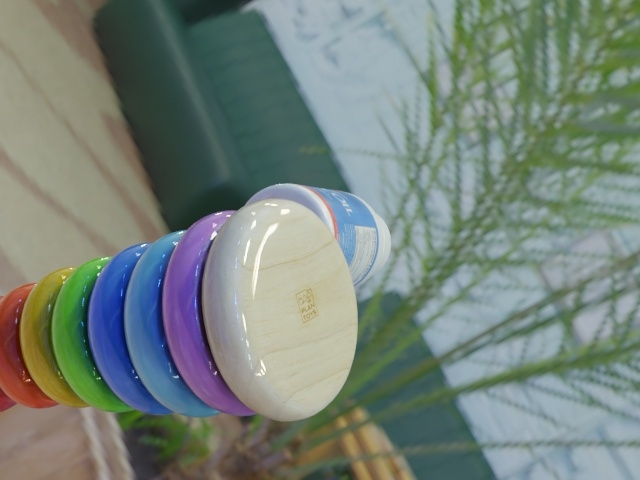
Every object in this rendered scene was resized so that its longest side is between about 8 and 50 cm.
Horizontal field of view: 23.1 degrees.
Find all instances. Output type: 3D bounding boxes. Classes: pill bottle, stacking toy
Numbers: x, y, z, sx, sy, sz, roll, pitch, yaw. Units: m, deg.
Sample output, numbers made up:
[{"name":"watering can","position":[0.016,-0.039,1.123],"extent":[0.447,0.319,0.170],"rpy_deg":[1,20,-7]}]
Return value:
[{"name":"pill bottle","position":[0.000,0.000,1.835],"extent":[0.124,0.124,0.221],"rpy_deg":[61,19,13]},{"name":"stacking toy","position":[-0.143,0.063,1.065],"extent":[0.141,0.330,0.141],"rpy_deg":[18,68,-52]}]
